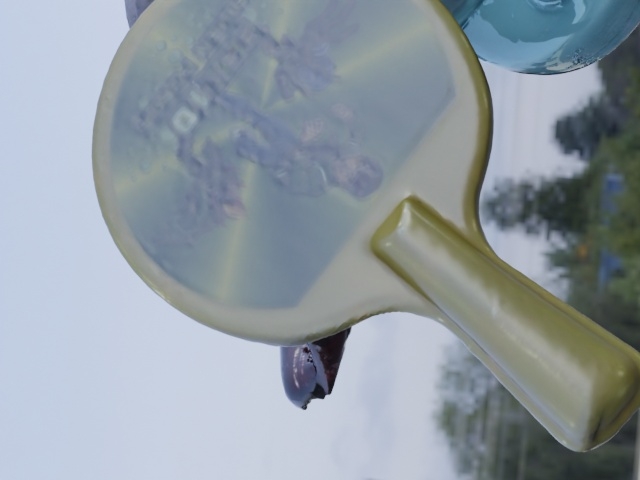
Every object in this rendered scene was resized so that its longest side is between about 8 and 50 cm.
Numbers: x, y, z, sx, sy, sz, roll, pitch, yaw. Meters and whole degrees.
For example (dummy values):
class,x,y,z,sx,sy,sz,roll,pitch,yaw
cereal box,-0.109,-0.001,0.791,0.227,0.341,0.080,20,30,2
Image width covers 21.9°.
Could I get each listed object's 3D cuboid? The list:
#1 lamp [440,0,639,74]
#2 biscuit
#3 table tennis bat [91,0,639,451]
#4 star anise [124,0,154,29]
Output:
class,x,y,z,sx,sy,sz,roll,pitch,yaw
lamp,0.060,-0.190,0.919,0.147,0.284,0.209,-25,-44,-64
biscuit,-0.001,0.005,1.165,0.235,0.063,0.151,89,-179,-50
table tennis bat,0.023,-0.017,0.787,0.198,0.321,0.050,-50,-22,1
star anise,-0.113,-0.173,1.439,0.198,0.110,0.257,-106,10,-79
